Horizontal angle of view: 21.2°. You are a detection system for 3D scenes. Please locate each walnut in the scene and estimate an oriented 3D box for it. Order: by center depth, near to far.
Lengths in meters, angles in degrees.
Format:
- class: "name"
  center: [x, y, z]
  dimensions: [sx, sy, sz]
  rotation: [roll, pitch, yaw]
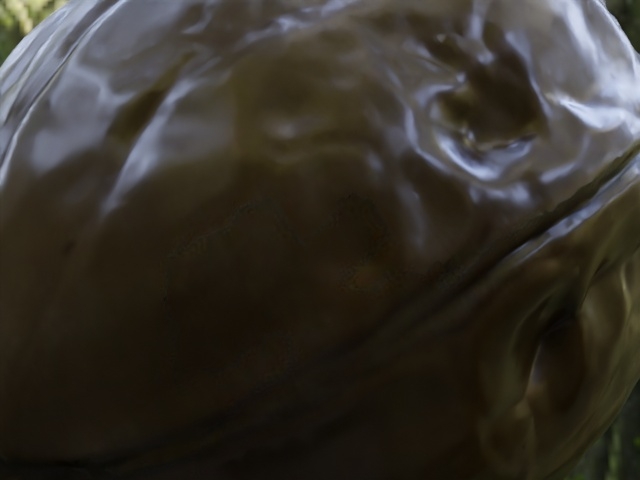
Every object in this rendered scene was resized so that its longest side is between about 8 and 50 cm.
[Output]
- class: "walnut"
  center: [0.000, 0.000, 0.421]
  dimensions: [0.207, 0.167, 0.167]
  rotation: [-34, 0, -33]
